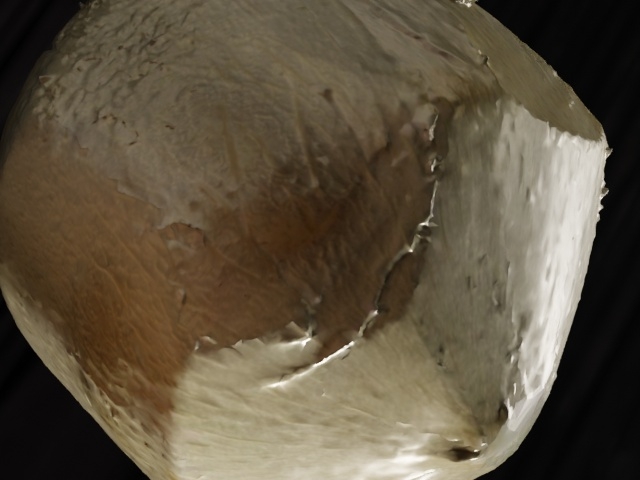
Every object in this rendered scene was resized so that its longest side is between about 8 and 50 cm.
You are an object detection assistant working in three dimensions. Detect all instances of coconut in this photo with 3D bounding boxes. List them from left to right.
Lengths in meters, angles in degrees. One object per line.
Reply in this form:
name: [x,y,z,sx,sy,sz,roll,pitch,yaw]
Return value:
coconut: [0.000,0.000,0.791,0.247,0.245,0.245,38,163,30]
